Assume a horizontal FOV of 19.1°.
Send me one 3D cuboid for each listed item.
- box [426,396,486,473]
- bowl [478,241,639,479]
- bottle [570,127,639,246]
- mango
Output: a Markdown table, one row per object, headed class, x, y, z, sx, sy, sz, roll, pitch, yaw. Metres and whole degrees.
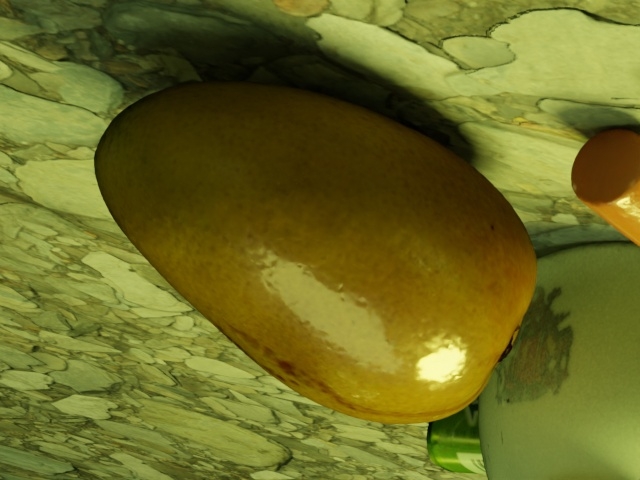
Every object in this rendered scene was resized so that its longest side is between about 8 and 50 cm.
| class | x | y | z | sx | sy | sz | roll | pitch | yaw |
| --- | --- | --- | --- | --- | --- | --- | --- | --- | --- |
| box | 0.271 | 0.178 | 1.927 | 0.346 | 0.134 | 0.097 | 0 | 160 | 39 |
| bowl | 0.299 | 0.224 | 1.687 | 0.435 | 0.196 | 0.434 | 20 | 140 | 18 |
| bottle | 0.269 | -0.021 | 1.469 | 0.069 | 0.069 | 0.187 | -2 | 157 | 41 |
| mango | 0.000 | 0.000 | 1.499 | 0.378 | 0.221 | 0.264 | 30 | 161 | -16 |
